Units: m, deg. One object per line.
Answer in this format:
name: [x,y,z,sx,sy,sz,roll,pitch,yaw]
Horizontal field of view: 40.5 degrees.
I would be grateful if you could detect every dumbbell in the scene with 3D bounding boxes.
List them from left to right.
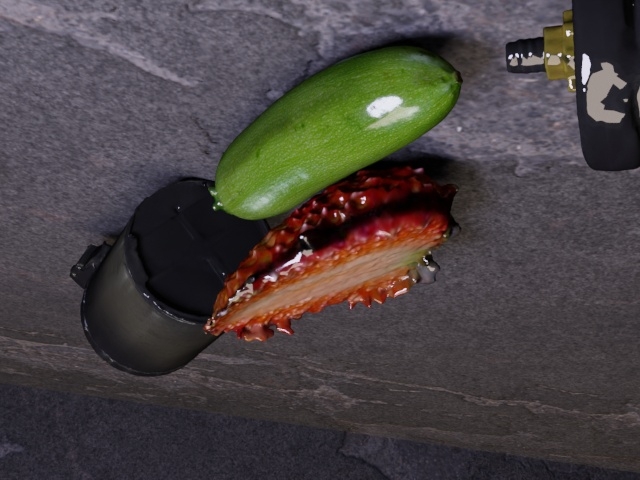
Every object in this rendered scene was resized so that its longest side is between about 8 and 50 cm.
dumbbell: [0.323,-0.147,0.591,0.389,0.185,0.185,-3,155,22]

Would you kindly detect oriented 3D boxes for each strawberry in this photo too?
strawberry: [0.000,0.000,1.006,0.307,0.137,0.233,-13,153,-18]

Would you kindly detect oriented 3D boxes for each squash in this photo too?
squash: [-0.014,-0.100,0.890,0.107,0.107,0.395,21,154,-29]

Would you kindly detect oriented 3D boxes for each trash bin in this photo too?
trash bin: [-0.205,0.058,1.193,0.252,0.203,0.301,38,150,-8]
